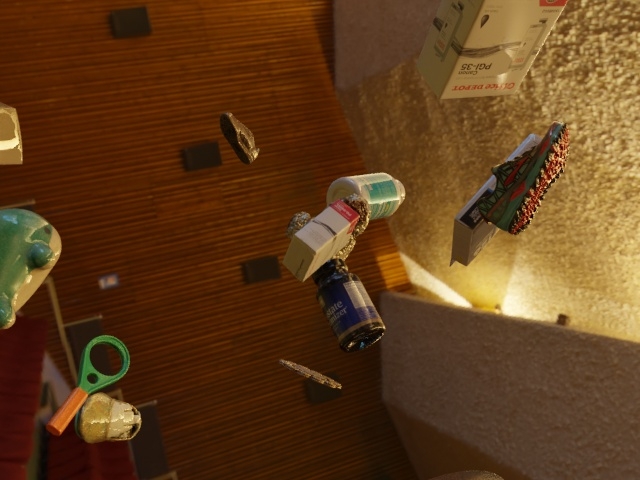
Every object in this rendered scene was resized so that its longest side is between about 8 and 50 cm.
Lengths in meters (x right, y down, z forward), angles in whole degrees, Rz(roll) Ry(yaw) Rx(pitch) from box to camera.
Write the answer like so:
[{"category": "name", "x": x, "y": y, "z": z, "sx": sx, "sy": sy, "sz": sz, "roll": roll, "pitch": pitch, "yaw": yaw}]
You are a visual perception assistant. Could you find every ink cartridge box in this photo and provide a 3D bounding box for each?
[{"category": "ink cartridge box", "x": 0.451, "y": -0.080, "z": 1.713, "sx": 0.072, "sy": 0.303, "sz": 0.307, "roll": 37, "pitch": -14, "yaw": 23}, {"category": "ink cartridge box", "x": 0.000, "y": 0.000, "z": 1.371, "sx": 0.063, "sy": 0.150, "sz": 0.109, "roll": 41, "pitch": -38, "yaw": 13}, {"category": "ink cartridge box", "x": 0.339, "y": -0.424, "z": 1.313, "sx": 0.283, "sy": 0.207, "sz": 0.117, "roll": 109, "pitch": -36, "yaw": -48}]

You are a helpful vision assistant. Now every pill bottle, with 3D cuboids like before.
[{"category": "pill bottle", "x": 0.063, "y": 0.159, "z": 1.677, "sx": 0.219, "sy": 0.123, "sz": 0.123, "roll": 62, "pitch": -24, "yaw": 27}, {"category": "pill bottle", "x": 0.153, "y": -0.136, "z": 2.095, "sx": 0.146, "sy": 0.264, "sz": 0.146, "roll": 11, "pitch": -73, "yaw": 41}]

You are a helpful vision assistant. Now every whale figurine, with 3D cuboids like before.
[{"category": "whale figurine", "x": -0.605, "y": 0.051, "z": 1.261, "sx": 0.272, "sy": 0.216, "sz": 0.141, "roll": -90, "pitch": 154, "yaw": -44}]

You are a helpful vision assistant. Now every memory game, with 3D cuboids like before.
[{"category": "memory game", "x": -0.029, "y": 0.359, "z": 1.798, "sx": 0.012, "sy": 0.186, "sz": 0.186, "roll": -67, "pitch": -159, "yaw": -5}]

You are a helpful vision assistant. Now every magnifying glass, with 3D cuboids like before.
[{"category": "magnifying glass", "x": -0.432, "y": 0.266, "z": 1.244, "sx": 0.092, "sy": 0.231, "sz": 0.026, "roll": 43, "pitch": -58, "yaw": -13}]

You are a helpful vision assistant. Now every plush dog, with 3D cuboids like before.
[{"category": "plush dog", "x": 0.052, "y": -0.031, "z": 1.867, "sx": 0.210, "sy": 0.225, "sz": 0.262, "roll": 42, "pitch": -2, "yaw": -15}]

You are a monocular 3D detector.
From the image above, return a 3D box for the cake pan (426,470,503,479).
[{"category": "cake pan", "x": 0.269, "y": 0.562, "z": 1.396, "sx": 0.293, "sy": 0.293, "sz": 0.054, "roll": -19, "pitch": -91, "yaw": 70}]

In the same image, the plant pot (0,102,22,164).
[{"category": "plant pot", "x": -0.584, "y": -0.193, "z": 1.151, "sx": 0.109, "sy": 0.109, "sz": 0.096, "roll": 22, "pitch": -75, "yaw": 21}]

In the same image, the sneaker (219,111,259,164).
[{"category": "sneaker", "x": -0.252, "y": -0.330, "z": 2.091, "sx": 0.066, "sy": 0.071, "sz": 0.188, "roll": 9, "pitch": -42, "yaw": 36}]

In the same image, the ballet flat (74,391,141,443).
[{"category": "ballet flat", "x": -0.512, "y": 0.445, "z": 1.666, "sx": 0.348, "sy": 0.123, "sz": 0.123, "roll": 107, "pitch": -34, "yaw": -72}]

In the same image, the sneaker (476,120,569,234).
[{"category": "sneaker", "x": 0.412, "y": -0.146, "z": 1.374, "sx": 0.125, "sy": 0.262, "sz": 0.104, "roll": 29, "pitch": -10, "yaw": 35}]
